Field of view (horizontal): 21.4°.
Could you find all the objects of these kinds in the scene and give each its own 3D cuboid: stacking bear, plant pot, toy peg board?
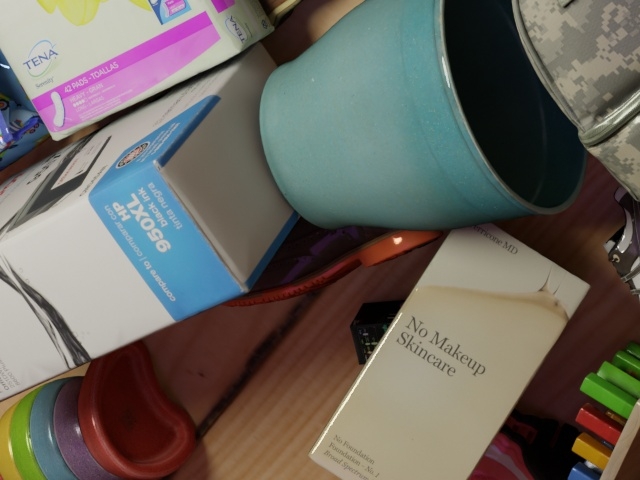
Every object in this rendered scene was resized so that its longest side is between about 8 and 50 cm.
[{"bbox_3d":[-0.327,0.251,2.062,0.289,0.164,0.175,-22,105,31],"label":"stacking bear"},{"bbox_3d":[0.091,-0.125,1.693,0.255,0.271,0.271,-17,107,34],"label":"plant pot"},{"bbox_3d":[0.321,0.193,1.817,0.079,0.161,0.160,32,122,23],"label":"toy peg board"}]

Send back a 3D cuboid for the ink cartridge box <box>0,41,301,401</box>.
[{"bbox_3d":[-0.215,-0.013,1.796,0.395,0.285,0.166,-25,109,32],"label":"ink cartridge box"}]

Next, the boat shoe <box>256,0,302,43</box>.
[{"bbox_3d":[-0.036,-0.273,1.770,0.060,0.064,0.178,46,123,-5],"label":"boat shoe"}]

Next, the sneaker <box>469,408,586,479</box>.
[{"bbox_3d":[0.203,0.256,1.920,0.314,0.116,0.136,35,130,9],"label":"sneaker"}]

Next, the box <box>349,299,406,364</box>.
[{"bbox_3d":[0.084,0.101,1.900,0.083,0.062,0.052,-6,112,21],"label":"box"}]

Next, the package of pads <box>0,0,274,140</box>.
[{"bbox_3d":[-0.225,-0.259,1.791,0.296,0.101,0.229,-21,103,36],"label":"package of pads"}]

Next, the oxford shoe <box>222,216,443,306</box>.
[{"bbox_3d":[0.000,0.000,1.878,0.271,0.097,0.098,-22,88,19],"label":"oxford shoe"}]

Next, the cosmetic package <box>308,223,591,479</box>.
[{"bbox_3d":[0.135,0.137,1.793,0.160,0.113,0.309,32,90,4],"label":"cosmetic package"}]

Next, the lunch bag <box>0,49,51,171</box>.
[{"bbox_3d":[-0.455,-0.202,1.927,0.221,0.138,0.293,-30,89,29],"label":"lunch bag"}]

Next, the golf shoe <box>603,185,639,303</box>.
[{"bbox_3d":[0.343,0.029,1.778,0.094,0.077,0.198,7,106,21],"label":"golf shoe"}]

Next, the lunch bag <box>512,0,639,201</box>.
[{"bbox_3d":[0.302,-0.210,1.546,0.256,0.305,0.212,45,119,-6],"label":"lunch bag"}]
